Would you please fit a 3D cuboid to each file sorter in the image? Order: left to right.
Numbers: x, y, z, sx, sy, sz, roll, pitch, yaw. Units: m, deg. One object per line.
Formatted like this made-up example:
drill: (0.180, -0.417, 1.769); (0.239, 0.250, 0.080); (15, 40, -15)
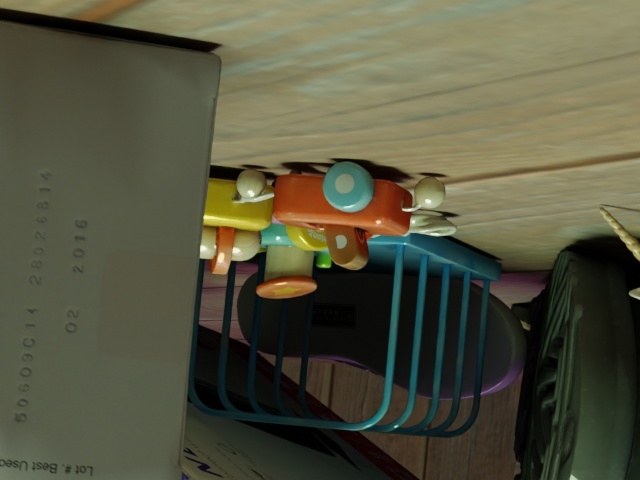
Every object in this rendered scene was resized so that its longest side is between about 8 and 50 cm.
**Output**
file sorter: (0.013, 0.048, 0.934); (0.118, 0.105, 0.170); (4, 174, 21)

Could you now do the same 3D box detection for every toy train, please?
toy train: (0.000, 0.000, 0.752); (0.125, 0.046, 0.166); (4, 174, 15)

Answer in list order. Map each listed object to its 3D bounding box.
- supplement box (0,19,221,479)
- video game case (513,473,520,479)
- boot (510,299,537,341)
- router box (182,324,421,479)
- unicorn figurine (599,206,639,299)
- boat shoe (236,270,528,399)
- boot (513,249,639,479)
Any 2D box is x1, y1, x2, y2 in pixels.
supplement box: (-0.102, 0.014, 0.576); (0.073, 0.130, 0.239); (7, 175, -19)
video game case: (0.286, 0.176, 1.023); (0.248, 0.035, 0.275); (3, -177, -24)
boot: (0.172, 0.117, 1.297); (0.076, 0.137, 0.198); (5, 175, 10)
router box: (-0.068, 0.122, 0.967); (0.301, 0.082, 0.335); (26, -175, -43)
unicorn figurine: (0.209, 0.026, 0.738); (0.162, 0.060, 0.111); (11, 171, -42)
boat shoe: (0.049, 0.056, 1.128); (0.228, 0.080, 0.076); (2, 179, 42)
boot: (0.336, 0.105, 0.937); (0.445, 0.146, 0.367); (9, -176, 5)
